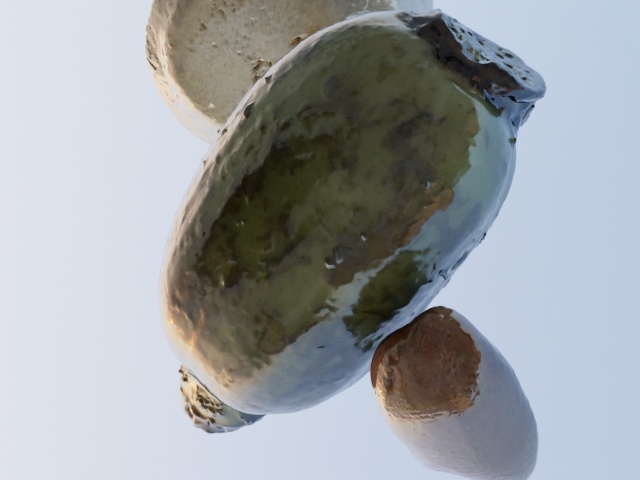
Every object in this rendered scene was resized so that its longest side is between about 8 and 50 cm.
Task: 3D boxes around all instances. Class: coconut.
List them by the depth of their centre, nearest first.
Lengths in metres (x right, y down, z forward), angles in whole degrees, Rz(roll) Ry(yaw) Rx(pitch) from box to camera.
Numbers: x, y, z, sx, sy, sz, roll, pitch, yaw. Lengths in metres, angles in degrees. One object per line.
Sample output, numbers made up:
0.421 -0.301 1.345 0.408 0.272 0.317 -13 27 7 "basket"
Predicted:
-0.020 -0.194 1.469 0.237 0.237 0.266 -34 -162 21 "coconut"

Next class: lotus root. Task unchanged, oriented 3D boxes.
0.000 0.000 1.003 0.309 0.173 0.173 -53 -139 23 "lotus root"

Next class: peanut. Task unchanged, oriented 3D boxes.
0.078 0.094 0.956 0.076 0.152 0.076 -16 -133 18 "peanut"
